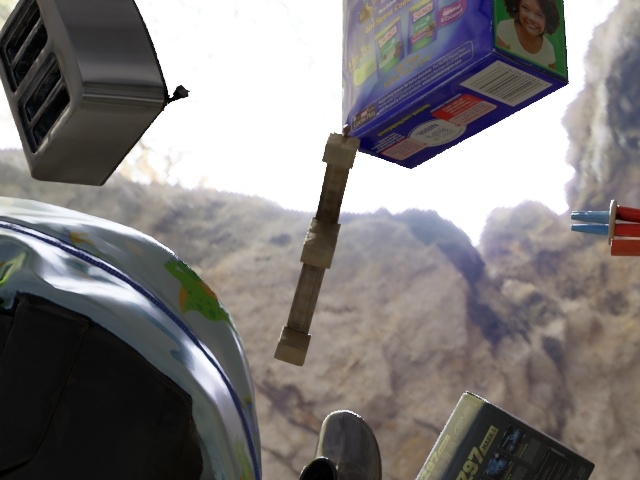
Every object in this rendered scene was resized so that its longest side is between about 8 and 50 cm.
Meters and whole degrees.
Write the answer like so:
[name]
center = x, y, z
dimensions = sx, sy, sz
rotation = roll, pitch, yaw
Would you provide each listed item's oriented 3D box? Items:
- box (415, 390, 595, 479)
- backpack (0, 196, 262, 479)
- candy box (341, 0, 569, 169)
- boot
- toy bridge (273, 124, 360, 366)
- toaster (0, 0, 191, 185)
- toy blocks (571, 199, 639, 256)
[box]
center = 0.197, 0.323, 1.421
dimensions = 0.233, 0.183, 0.059
rotation = -61, -157, -4
[backpack]
center = -0.156, 0.158, 0.486
dimensions = 0.273, 0.290, 0.356
rotation = -67, 171, -66
[candy box]
center = 0.145, -0.280, 1.380
dimensions = 0.268, 0.122, 0.317
rotation = -27, -125, 49
[boot]
center = 0.023, 0.386, 1.866
dimensions = 0.118, 0.223, 0.338
rotation = -3, -125, 10
[toy bridge]
center = 0.000, 0.000, 0.909
dimensions = 0.063, 0.026, 0.188
rotation = -73, 177, -67
[toaster]
center = -0.243, -0.167, 1.215
dimensions = 0.185, 0.110, 0.168
rotation = -42, -118, 41
[toy blocks]
center = 0.346, -0.005, 1.302
dimensions = 0.148, 0.054, 0.123
rotation = 4, -157, 17
